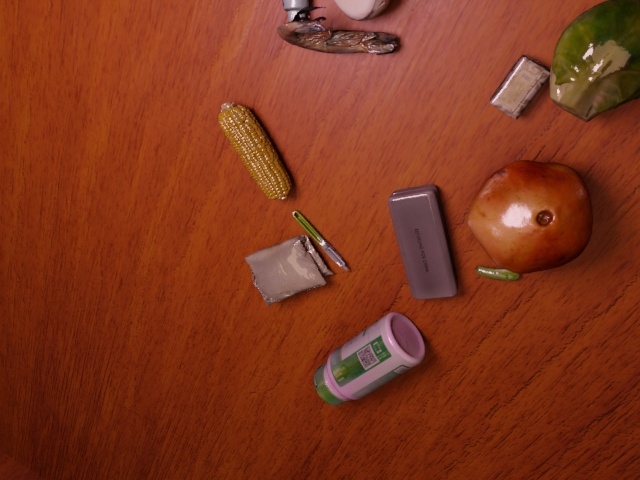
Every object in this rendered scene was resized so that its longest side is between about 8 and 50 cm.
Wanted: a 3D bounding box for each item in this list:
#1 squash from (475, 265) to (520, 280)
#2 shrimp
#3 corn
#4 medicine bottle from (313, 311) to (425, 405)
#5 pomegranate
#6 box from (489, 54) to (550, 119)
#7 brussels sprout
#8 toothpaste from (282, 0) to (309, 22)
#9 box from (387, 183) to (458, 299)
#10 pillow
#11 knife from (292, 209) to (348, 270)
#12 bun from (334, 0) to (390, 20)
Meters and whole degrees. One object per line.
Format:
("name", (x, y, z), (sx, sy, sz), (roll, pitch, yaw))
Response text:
("squash", (0.370, 0.069, 1.063), (0.089, 0.027, 0.027), (4, 116, 21))
("shrimp", (0.029, -0.373, 0.912), (0.220, 0.152, 0.046), (8, 94, 9))
("corn", (-0.138, -0.192, 1.096), (0.080, 0.080, 0.238), (-24, 107, 29))
("medicine bottle", (0.107, 0.291, 1.206), (0.133, 0.133, 0.274), (45, 120, -5))
("pomegranate", (0.377, -0.042, 0.906), (0.209, 0.209, 0.208), (8, 117, 17))
("box", (0.350, -0.269, 0.893), (0.062, 0.045, 0.098), (35, 123, 1))
("brussels sprout", (0.446, -0.283, 0.798), (0.180, 0.143, 0.162), (-46, 136, 18))
("toothpaste", (-0.052, -0.541, 0.915), (0.075, 0.048, 0.296), (6, 113, 23))
("box", (0.219, 0.007, 1.072), (0.104, 0.055, 0.243), (-8, 112, 24))
("pillow", (-0.077, 0.067, 1.199), (0.182, 0.078, 0.134), (-21, 106, 26))
("knife", (0.000, 0.000, 1.170), (0.022, 0.026, 0.184), (-43, 94, -9))
("bun", (0.081, -0.460, 0.879), (0.138, 0.094, 0.138), (40, 150, 28))
